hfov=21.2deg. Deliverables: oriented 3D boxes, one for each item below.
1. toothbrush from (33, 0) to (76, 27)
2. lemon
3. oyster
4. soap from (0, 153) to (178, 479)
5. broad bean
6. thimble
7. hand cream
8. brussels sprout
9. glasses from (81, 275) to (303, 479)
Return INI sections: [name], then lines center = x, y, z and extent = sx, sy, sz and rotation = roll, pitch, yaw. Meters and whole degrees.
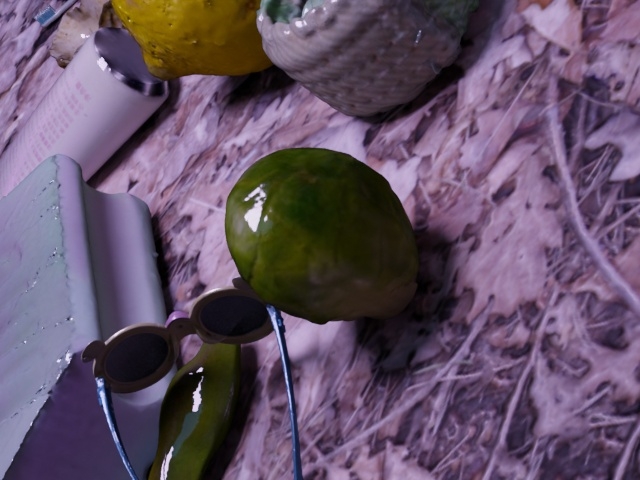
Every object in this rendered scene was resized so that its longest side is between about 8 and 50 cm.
[toothbrush]
center = -0.308, -0.387, 2.417
extent = 0.263, 0.026, 0.022
rotation = -38, 37, 20
[lemon]
center = -0.105, -0.314, 1.887
extent = 0.310, 0.258, 0.258
rotation = -56, 33, 3
[oyster]
center = -0.231, -0.297, 2.162
extent = 0.341, 0.110, 0.166
rotation = -33, 33, 34
[soap]
center = -0.287, 0.141, 1.794
extent = 0.261, 0.156, 0.446
rotation = -42, 36, 20
[broad bean]
center = -0.128, 0.215, 1.617
extent = 0.075, 0.067, 0.325
rotation = 135, 151, -59
[thimble]
center = 0.046, -0.238, 1.715
extent = 0.219, 0.150, 0.219
rotation = -33, 38, 30
[hand cream]
center = -0.327, -0.110, 2.131
extent = 0.358, 0.118, 0.185
rotation = -45, 36, 28
[brussels sprout]
center = 0.003, -0.004, 1.534
extent = 0.144, 0.181, 0.161
rotation = -51, 41, 19
[glasses]
center = -0.098, 0.165, 1.567
extent = 0.190, 0.088, 0.220
rotation = -24, 69, 7
